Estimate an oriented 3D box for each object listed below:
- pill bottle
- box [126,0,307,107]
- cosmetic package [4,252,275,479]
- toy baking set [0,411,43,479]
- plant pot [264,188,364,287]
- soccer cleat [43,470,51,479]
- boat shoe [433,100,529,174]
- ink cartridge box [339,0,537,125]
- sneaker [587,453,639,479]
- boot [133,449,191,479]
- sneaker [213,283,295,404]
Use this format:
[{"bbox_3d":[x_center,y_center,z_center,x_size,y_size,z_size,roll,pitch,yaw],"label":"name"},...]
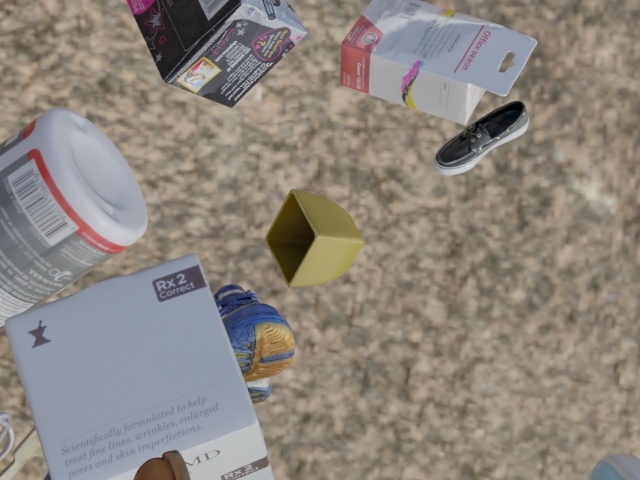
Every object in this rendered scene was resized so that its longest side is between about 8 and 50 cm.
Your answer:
[{"bbox_3d":[-0.336,0.001,1.392,0.161,0.283,0.161,51,17,-23],"label":"pill bottle"},{"bbox_3d":[-0.152,-0.332,1.793,0.142,0.163,0.247,15,41,-51],"label":"box"},{"bbox_3d":[-0.130,0.134,1.020,0.151,0.151,0.184,-20,152,-7],"label":"cosmetic package"},{"bbox_3d":[-0.359,0.237,1.224,0.256,0.030,0.197,-5,131,-31],"label":"toy baking set"},{"bbox_3d":[0.000,0.000,1.516,0.083,0.081,0.081,5,130,-33],"label":"plant pot"},{"bbox_3d":[-0.253,0.336,1.794,0.093,0.289,0.121,60,35,-35],"label":"soccer cleat"},{"bbox_3d":[0.203,-0.134,1.707,0.142,0.049,0.040,-31,148,-12],"label":"boat shoe"},{"bbox_3d":[0.134,-0.204,1.525,0.115,0.198,0.067,-57,159,-36],"label":"ink cartridge box"},{"bbox_3d":[0.288,0.362,1.380,0.366,0.150,0.135,-88,-175,-52],"label":"sneaker"},{"bbox_3d":[-0.132,0.183,0.638,0.152,0.197,0.073,1,135,-5],"label":"boot"},{"bbox_3d":[-0.105,0.106,1.550,0.111,0.296,0.131,-6,72,-15],"label":"sneaker"}]
